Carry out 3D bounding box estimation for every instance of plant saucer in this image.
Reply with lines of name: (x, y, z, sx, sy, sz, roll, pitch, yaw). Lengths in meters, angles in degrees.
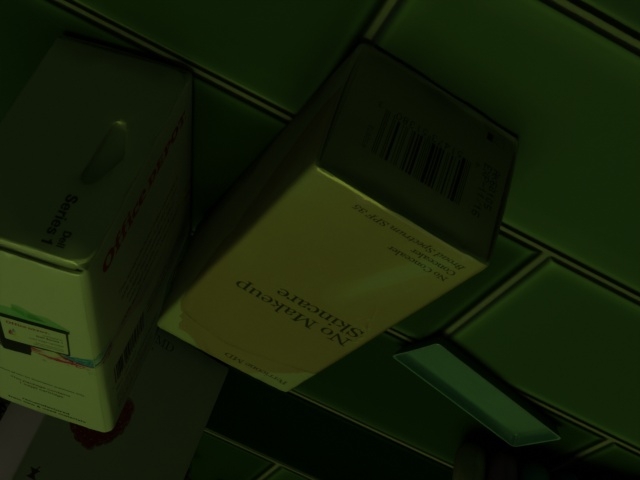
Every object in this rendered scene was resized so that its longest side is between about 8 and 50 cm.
plant saucer: (0.162, 0.155, 1.028, 0.192, 0.018, 0.067, 37, 143, -25)

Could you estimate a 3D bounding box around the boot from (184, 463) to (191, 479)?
boot: (-0.271, 0.263, 1.360, 0.123, 0.095, 0.258, -4, 148, 23)

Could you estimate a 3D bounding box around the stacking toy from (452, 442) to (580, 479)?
stacking toy: (0.304, 0.310, 1.088, 0.331, 0.141, 0.141, 6, 144, 9)

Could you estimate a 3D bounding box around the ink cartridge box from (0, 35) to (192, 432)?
ink cartridge box: (-0.194, 0.003, 0.834, 0.117, 0.201, 0.278, 18, 146, 4)

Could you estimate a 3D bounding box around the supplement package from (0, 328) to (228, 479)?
supplement package: (-0.261, 0.240, 1.122, 0.177, 0.292, 0.175, 35, 144, -21)

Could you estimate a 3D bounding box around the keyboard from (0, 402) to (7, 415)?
keyboard: (-0.516, 0.233, 1.495, 0.108, 0.023, 0.180, 34, 146, -8)

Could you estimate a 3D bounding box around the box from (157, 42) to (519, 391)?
box: (0.000, 0.000, 0.800, 0.148, 0.121, 0.311, 29, 145, -13)
